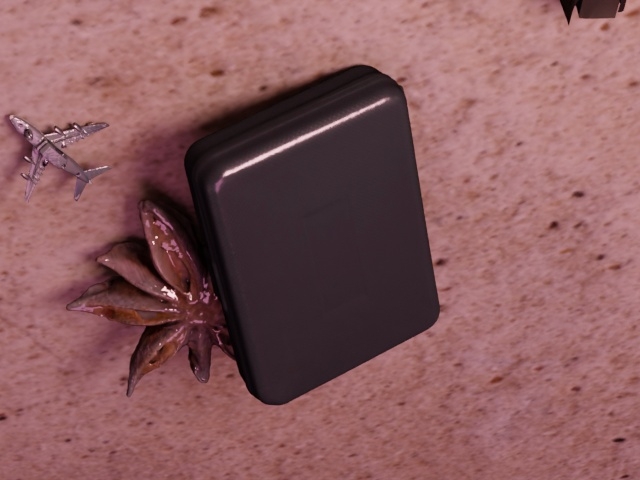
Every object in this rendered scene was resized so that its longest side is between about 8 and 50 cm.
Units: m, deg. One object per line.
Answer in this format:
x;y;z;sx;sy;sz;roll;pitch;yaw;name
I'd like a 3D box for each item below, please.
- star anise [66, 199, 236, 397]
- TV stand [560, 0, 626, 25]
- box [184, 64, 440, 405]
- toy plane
-0.092;0.035;1.335;0.182;0.065;0.195;-18;133;6;star anise
0.283;-0.177;1.187;0.256;0.040;0.049;-5;142;-10;TV stand
0.000;0.000;1.264;0.160;0.050;0.230;-26;133;-15;box
-0.178;-0.059;1.226;0.078;0.024;0.084;-42;136;8;toy plane
